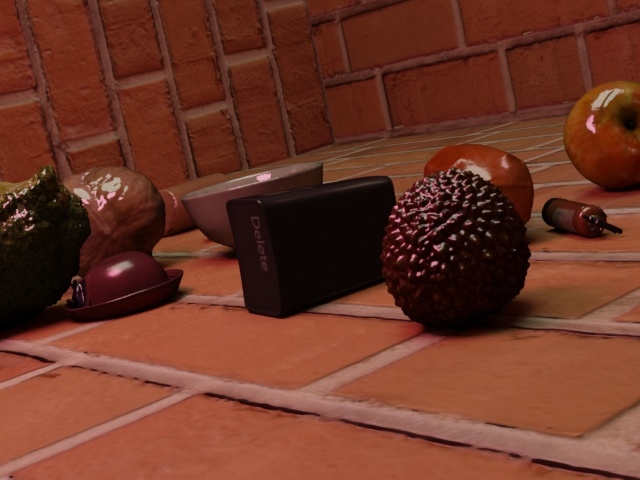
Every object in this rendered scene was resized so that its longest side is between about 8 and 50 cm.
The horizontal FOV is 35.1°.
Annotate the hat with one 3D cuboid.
[{"bbox_3d":[-0.332,0.068,1.698,0.205,0.089,0.205,-13,9,2],"label":"hat"}]

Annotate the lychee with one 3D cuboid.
[{"bbox_3d":[0.152,0.008,1.155,0.188,0.188,0.188,-12,9,2],"label":"lychee"}]

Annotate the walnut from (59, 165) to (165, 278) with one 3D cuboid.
[{"bbox_3d":[-0.430,-0.036,2.036,0.248,0.248,0.248,-12,9,2],"label":"walnut"}]

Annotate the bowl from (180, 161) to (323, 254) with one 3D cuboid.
[{"bbox_3d":[-0.119,-0.054,1.994,0.289,0.146,0.289,-14,8,2],"label":"bowl"}]

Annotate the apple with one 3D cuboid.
[{"bbox_3d":[0.529,-0.186,1.808,0.196,0.196,0.196,-12,9,2],"label":"apple"}]

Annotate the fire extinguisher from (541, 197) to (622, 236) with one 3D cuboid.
[{"bbox_3d":[0.386,-0.032,1.500,0.062,0.050,0.177,25,3,-13],"label":"fire extinguisher"}]

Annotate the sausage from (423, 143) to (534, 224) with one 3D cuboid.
[{"bbox_3d":[0.247,-0.074,1.598,0.141,0.153,0.268,-6,9,-2],"label":"sausage"}]

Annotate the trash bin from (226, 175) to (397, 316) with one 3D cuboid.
[{"bbox_3d":[0.000,0.000,1.454,0.226,0.165,0.115,-14,8,-29],"label":"trash bin"}]

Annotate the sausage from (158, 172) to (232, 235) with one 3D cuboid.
[{"bbox_3d":[-0.335,-0.093,2.614,0.123,0.123,0.253,-6,12,37],"label":"sausage"}]

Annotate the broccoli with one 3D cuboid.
[{"bbox_3d":[-0.543,0.006,1.736,0.321,0.283,0.304,-47,-14,-1],"label":"broccoli"}]
